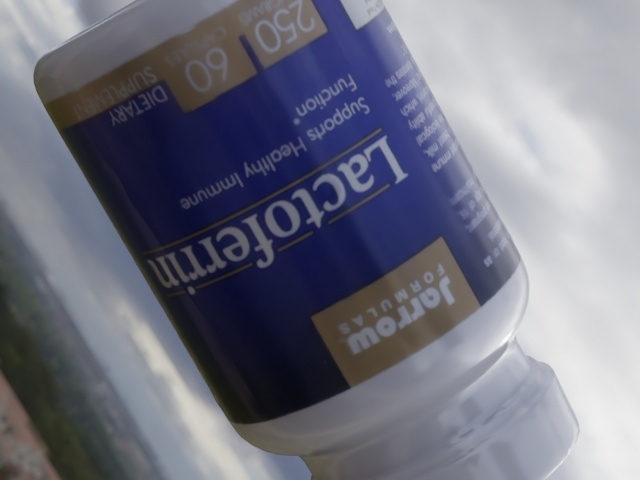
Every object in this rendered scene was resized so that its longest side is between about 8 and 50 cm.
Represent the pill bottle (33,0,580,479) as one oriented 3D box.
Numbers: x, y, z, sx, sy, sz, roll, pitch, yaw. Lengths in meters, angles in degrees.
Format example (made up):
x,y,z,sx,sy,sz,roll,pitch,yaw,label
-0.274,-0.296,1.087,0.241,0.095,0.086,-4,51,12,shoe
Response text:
x,y,z,sx,sy,sz,roll,pitch,yaw,label
0.000,0.000,0.850,0.264,0.153,0.153,60,-8,-9,pill bottle
